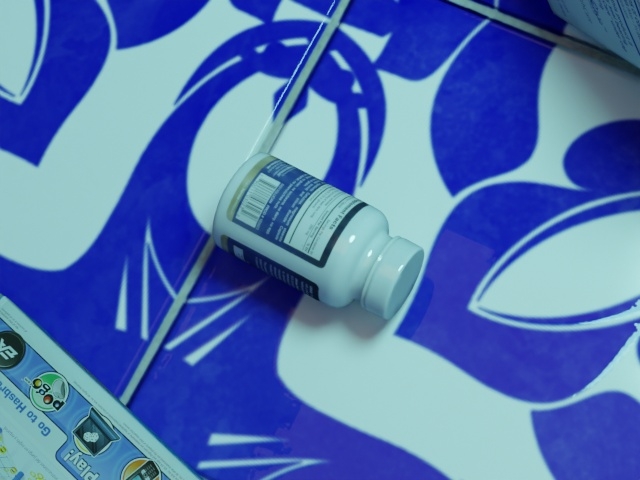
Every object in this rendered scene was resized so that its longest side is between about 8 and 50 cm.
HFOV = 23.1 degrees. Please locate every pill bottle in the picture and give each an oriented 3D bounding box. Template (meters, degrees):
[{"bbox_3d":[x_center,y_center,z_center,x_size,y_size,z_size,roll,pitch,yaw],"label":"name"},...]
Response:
[{"bbox_3d":[0.000,0.000,1.349,0.169,0.094,0.094,28,78,17],"label":"pill bottle"}]

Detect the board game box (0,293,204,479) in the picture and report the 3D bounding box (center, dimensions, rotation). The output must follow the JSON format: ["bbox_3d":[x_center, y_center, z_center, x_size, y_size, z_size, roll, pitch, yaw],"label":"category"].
[{"bbox_3d":[-0.257,0.259,1.307,0.308,0.086,0.302,41,82,19],"label":"board game box"}]

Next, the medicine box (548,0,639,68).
[{"bbox_3d":[0.344,-0.265,1.292,0.263,0.149,0.289,-37,40,-4],"label":"medicine box"}]
